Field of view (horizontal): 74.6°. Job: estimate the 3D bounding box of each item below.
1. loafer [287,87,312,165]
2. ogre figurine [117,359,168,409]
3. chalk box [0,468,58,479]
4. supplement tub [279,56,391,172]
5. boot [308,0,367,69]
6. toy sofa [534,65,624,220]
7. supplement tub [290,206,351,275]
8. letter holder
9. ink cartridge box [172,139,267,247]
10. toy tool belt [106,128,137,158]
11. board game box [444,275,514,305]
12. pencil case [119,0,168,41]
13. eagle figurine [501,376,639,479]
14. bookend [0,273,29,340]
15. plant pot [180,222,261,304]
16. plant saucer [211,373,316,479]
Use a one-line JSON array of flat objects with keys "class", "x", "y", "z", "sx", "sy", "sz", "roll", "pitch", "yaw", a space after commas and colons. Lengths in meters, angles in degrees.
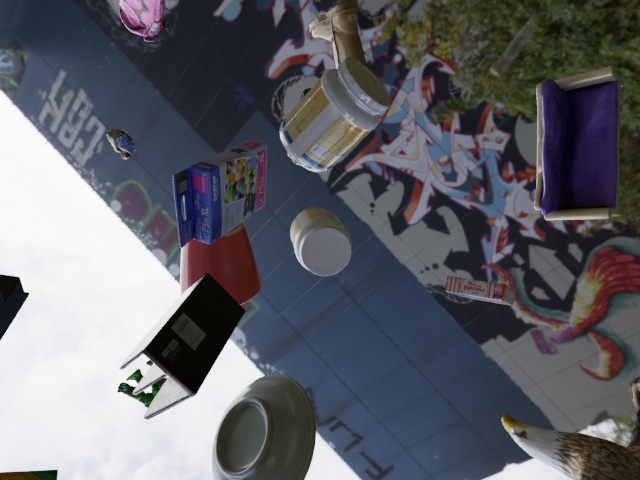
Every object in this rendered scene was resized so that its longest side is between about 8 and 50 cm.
[{"class": "loafer", "x": -0.054, "y": -0.313, "z": 1.159, "sx": 0.078, "sy": 0.223, "sz": 0.076, "roll": 30, "pitch": -137, "yaw": 20}, {"class": "ogre figurine", "x": -0.476, "y": 0.404, "z": 1.211, "sx": 0.197, "sy": 0.097, "sz": 0.118, "roll": -38, "pitch": -92, "yaw": -21}, {"class": "chalk box", "x": -0.715, "y": 0.569, "z": 0.825, "sx": 0.289, "sy": 0.181, "sz": 0.179, "roll": 54, "pitch": -160, "yaw": -57}, {"class": "supplement tub", "x": 0.028, "y": -0.248, "z": 0.847, "sx": 0.144, "sy": 0.200, "sz": 0.144, "roll": 29, "pitch": -139, "yaw": -29}, {"class": "boot", "x": 0.057, "y": -0.539, "z": 1.267, "sx": 0.236, "sy": 0.089, "sz": 0.269, "roll": 20, "pitch": 125, "yaw": 65}, {"class": "toy sofa", "x": 0.650, "y": -0.232, "z": 1.052, "sx": 0.177, "sy": 0.150, "sz": 0.362, "roll": 1, "pitch": -90, "yaw": -42}, {"class": "supplement tub", "x": 0.000, "y": 0.000, "z": 1.806, "sx": 0.241, "sy": 0.241, "sz": 0.331, "roll": 38, "pitch": -172, "yaw": -17}, {"class": "letter holder", "x": -0.360, "y": 0.260, "z": 1.056, "sx": 0.152, "sy": 0.215, "sz": 0.301, "roll": 49, "pitch": -153, "yaw": -14}, {"class": "ink cartridge box", "x": -0.229, "y": -0.118, "z": 1.024, "sx": 0.065, "sy": 0.185, "sz": 0.311, "roll": 17, "pitch": -149, "yaw": 19}, {"class": "toy tool belt", "x": -0.467, "y": -0.231, "z": 1.007, "sx": 0.083, "sy": 0.051, "sz": 0.052, "roll": 75, "pitch": -162, "yaw": -48}, {"class": "board game box", "x": 0.439, "y": 0.139, "z": 1.148, "sx": 0.194, "sy": 0.147, "sz": 0.045, "roll": 21, "pitch": -101, "yaw": -58}, {"class": "pencil case", "x": -0.328, "y": -0.478, "z": 0.793, "sx": 0.095, "sy": 0.209, "sz": 0.098, "roll": -10, "pitch": -96, "yaw": -26}, {"class": "eagle figurine", "x": 0.240, "y": 0.236, "z": 0.356, "sx": 0.226, "sy": 0.298, "sz": 0.225, "roll": 38, "pitch": 166, "yaw": -6}, {"class": "bookend", "x": -0.673, "y": 0.114, "z": 0.842, "sx": 0.073, "sy": 0.157, "sz": 0.156, "roll": 10, "pitch": -138, "yaw": -11}, {"class": "plant pot", "x": -0.344, "y": 0.059, "z": 1.410, "sx": 0.275, "sy": 0.243, "sz": 0.275, "roll": 0, "pitch": -154, "yaw": 0}, {"class": "plant saucer", "x": -0.199, "y": 0.580, "z": 1.231, "sx": 0.100, "sy": 0.401, "sz": 0.400, "roll": 41, "pitch": -155, "yaw": -39}]
